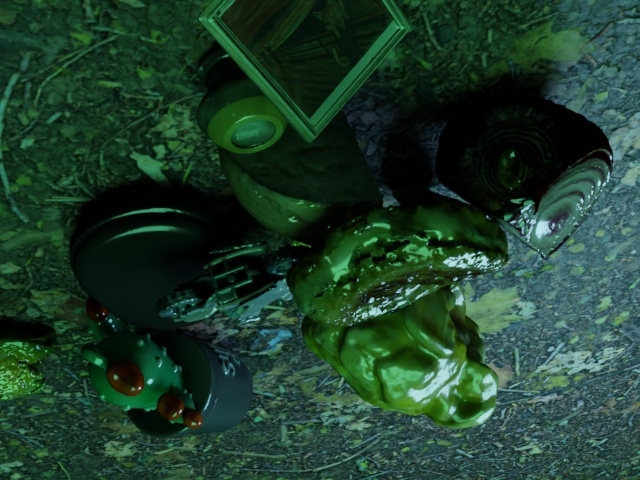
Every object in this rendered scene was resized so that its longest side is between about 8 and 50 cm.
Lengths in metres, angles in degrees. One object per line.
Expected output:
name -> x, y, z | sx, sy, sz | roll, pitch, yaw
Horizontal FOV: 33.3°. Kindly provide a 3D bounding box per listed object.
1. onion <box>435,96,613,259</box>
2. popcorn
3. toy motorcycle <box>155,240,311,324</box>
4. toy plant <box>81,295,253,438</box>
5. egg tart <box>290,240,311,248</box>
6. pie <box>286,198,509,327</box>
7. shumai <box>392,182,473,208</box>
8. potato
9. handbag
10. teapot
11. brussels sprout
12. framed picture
onion -> 0.293, -0.115, 1.545 | 0.207, 0.206, 0.216 | -48, 151, 1
popcorn -> 0.125, 0.174, 1.795 | 0.334, 0.292, 0.293 | 18, 138, -42
toy motorcycle -> -0.115, 0.075, 1.619 | 0.239, 0.108, 0.204 | -6, 168, 8
toy plant -> -0.278, 0.233, 1.833 | 0.185, 0.279, 0.400 | -30, 156, 17
egg tart -> 0.000, 0.000, 1.749 | 0.105, 0.039, 0.105 | -7, 144, -5
pie -> 0.115, 0.033, 1.479 | 0.288, 0.103, 0.354 | -25, 160, 32
shumai -> 0.178, -0.035, 1.660 | 0.139, 0.105, 0.123 | -13, 158, 40
potato -> -0.028, -0.040, 1.547 | 0.189, 0.211, 0.264 | -16, 146, -8
handbag -> -0.248, 0.029, 1.678 | 0.253, 0.093, 0.308 | -21, 143, 11
teapot -> -0.086, -0.187, 1.409 | 0.165, 0.119, 0.130 | -5, 150, -23
brussels sprout -> -0.546, 0.207, 1.839 | 0.181, 0.100, 0.139 | -3, 133, -9
framed picture -> -0.007, -0.267, 1.314 | 0.216, 0.016, 0.273 | -50, 139, -3
